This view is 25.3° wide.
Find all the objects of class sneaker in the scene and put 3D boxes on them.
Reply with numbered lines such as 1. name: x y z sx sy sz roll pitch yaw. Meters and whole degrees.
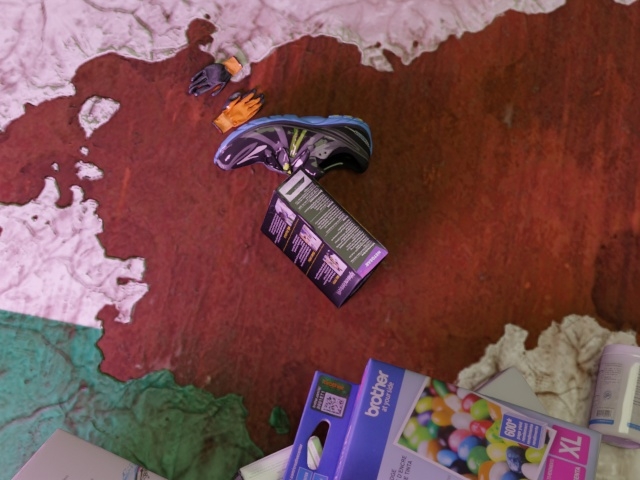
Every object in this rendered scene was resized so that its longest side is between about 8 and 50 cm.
1. sneaker: -0.029 -0.101 1.657 0.188 0.067 0.078 -4 70 -13

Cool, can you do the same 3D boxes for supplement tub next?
1. supplement tub: 0.350 0.180 1.639 0.071 0.071 0.107 16 73 -4

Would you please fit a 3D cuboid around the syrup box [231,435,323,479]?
1. syrup box: -0.006 0.340 1.528 0.096 0.093 0.237 -22 79 -14

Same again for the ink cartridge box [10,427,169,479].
1. ink cartridge box: -0.214 0.334 1.411 0.233 0.171 0.168 24 34 8

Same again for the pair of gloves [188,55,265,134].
1. pair of gloves: -0.111 -0.174 1.694 0.074 0.010 0.083 -35 82 -16

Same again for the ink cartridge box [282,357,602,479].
1. ink cartridge box: 0.125 0.237 1.469 0.311 0.065 0.186 17 50 3

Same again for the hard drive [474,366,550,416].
1. hard drive: 0.159 0.296 1.538 0.307 0.040 0.203 -31 85 -34

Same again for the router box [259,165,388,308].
1. router box: 0.000 0.000 1.576 0.133 0.179 0.046 45 76 4
